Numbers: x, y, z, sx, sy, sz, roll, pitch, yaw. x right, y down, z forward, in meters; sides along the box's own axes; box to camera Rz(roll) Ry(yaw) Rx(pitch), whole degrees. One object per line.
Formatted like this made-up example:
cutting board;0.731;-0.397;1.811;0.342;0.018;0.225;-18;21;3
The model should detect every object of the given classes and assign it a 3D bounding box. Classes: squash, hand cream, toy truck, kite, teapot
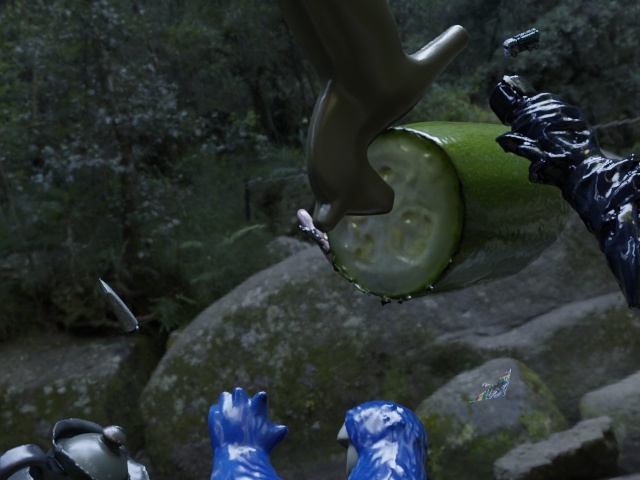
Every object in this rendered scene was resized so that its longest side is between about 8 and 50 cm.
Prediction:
squash;0.148;-0.037;0.745;0.189;0.189;0.260;-20;-7;39
hand cream;-0.549;0.184;1.818;0.042;0.194;0.067;-31;41;-13
toy truck;0.466;-0.456;1.551;0.083;0.044;0.039;-22;25;2
kite;0.388;0.328;1.489;0.122;0.004;0.090;-39;14;-12
teapot;-0.429;0.397;1.052;0.285;0.305;0.223;-54;30;-3

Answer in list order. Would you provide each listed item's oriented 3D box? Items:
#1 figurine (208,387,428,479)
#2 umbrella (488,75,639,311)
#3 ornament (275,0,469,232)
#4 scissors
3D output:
figurine;0.028;0.182;0.338;0.164;0.262;0.121;31;-53;-29
umbrella;0.204;-0.050;0.499;0.080;0.224;0.071;1;-44;-35
ornament;0.035;-0.146;0.554;0.061;0.230;0.245;3;41;48
scissors;0.000;0.000;1.154;0.024;0.160;0.317;-37;-9;3
